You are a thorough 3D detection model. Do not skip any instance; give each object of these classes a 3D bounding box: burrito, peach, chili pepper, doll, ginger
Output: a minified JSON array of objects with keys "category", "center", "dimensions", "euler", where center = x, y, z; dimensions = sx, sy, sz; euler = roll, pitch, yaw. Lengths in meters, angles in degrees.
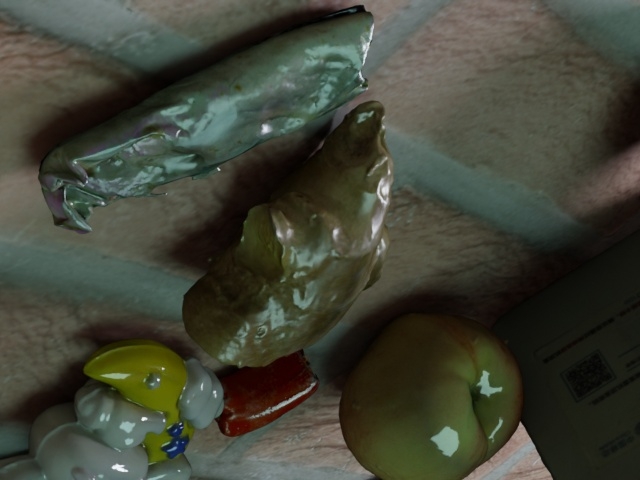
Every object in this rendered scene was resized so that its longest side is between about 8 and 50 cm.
[{"category":"burrito","center":[-0.085,-0.102,1.224],"dimensions":[0.309,0.066,0.096],"euler":[-28,148,-13]},{"category":"peach","center":[0.113,0.183,1.752],"dimensions":[0.232,0.232,0.232],"euler":[-24,150,-15]},{"category":"chili pepper","center":[-0.065,0.162,1.647],"dimensions":[0.123,0.073,0.070],"euler":[-28,-176,-2]},{"category":"doll","center":[-0.214,0.203,1.510],"dimensions":[0.237,0.111,0.252],"euler":[-49,149,13]},{"category":"ginger","center":[0.000,0.000,1.404],"dimensions":[0.270,0.123,0.219],"euler":[-47,156,20]}]

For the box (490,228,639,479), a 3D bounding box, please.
[{"category":"box","center":[0.419,0.144,1.740],"dimensions":[0.396,0.396,0.111],"euler":[-33,125,8]}]
